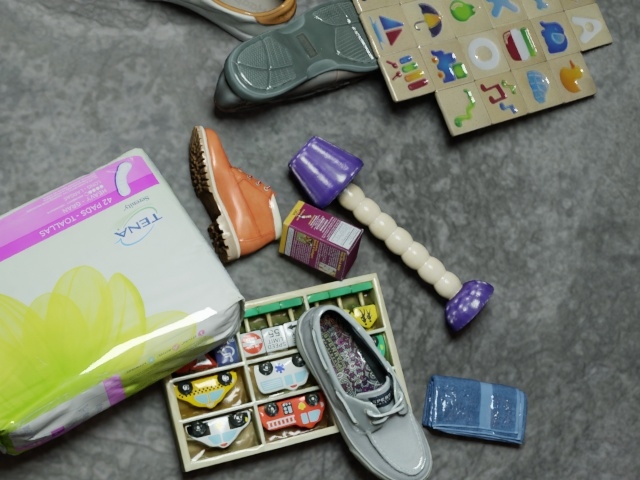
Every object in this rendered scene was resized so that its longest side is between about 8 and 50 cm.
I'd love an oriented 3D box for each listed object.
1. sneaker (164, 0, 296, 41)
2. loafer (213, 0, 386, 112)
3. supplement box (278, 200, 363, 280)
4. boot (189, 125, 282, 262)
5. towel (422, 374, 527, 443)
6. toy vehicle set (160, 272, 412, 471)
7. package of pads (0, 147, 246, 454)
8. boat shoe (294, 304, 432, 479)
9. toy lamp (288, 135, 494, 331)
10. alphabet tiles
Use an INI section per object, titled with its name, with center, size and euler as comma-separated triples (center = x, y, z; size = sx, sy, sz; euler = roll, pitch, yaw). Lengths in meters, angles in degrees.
[sneaker]
center = -0.157, -0.326, 1.484
size = 0.290, 0.123, 0.106
euler = 21, 76, -7
[loafer]
center = -0.012, -0.215, 1.516
size = 0.267, 0.084, 0.096
euler = -22, 82, -34
[supplement box]
center = 0.000, 0.000, 1.468
size = 0.083, 0.055, 0.043
euler = 25, 50, 10
[boot]
center = -0.097, -0.061, 1.477
size = 0.085, 0.059, 0.158
euler = -19, 91, -20
[towel]
center = 0.180, 0.195, 1.498
size = 0.119, 0.029, 0.067
euler = 10, 75, -11
[toy vehicle set]
center = -0.044, 0.145, 1.451
size = 0.267, 0.035, 0.166
euler = -13, 81, -16
[package of pads]
center = -0.253, 0.064, 1.360
size = 0.296, 0.101, 0.229
euler = -29, 70, -17
[boat shoe]
center = 0.050, 0.169, 1.406
size = 0.079, 0.081, 0.227
euler = -32, 87, -18
[toy lamp]
center = 0.078, -0.013, 1.496
size = 0.275, 0.080, 0.080
euler = 41, 72, -4
[alphabet tiles]
center = 0.199, -0.284, 1.586
size = 0.343, 0.011, 0.285
euler = -18, 82, -28
